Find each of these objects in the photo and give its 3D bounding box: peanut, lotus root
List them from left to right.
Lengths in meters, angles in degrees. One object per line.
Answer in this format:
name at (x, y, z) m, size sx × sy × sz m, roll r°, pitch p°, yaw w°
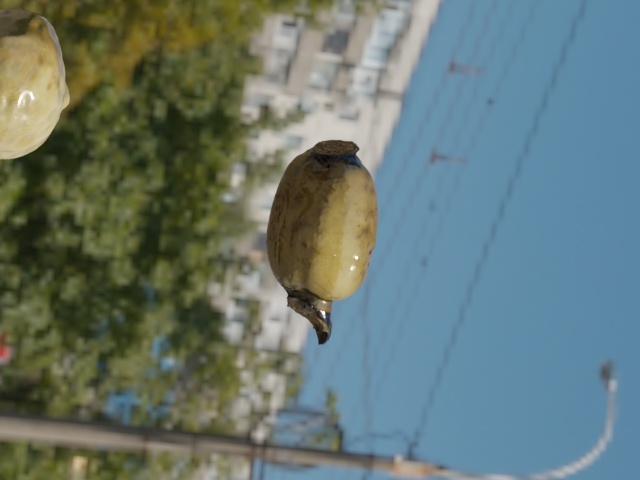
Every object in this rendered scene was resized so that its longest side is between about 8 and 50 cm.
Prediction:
peanut at (-0.295, -0.149, 1.636) m, size 0.159 × 0.109 × 0.140 m, roll 91°, pitch -5°, yaw -68°
lotus root at (0.000, 0.000, 1.867) m, size 0.125 × 0.118 × 0.221 m, roll -70°, pitch 172°, yaw -76°
